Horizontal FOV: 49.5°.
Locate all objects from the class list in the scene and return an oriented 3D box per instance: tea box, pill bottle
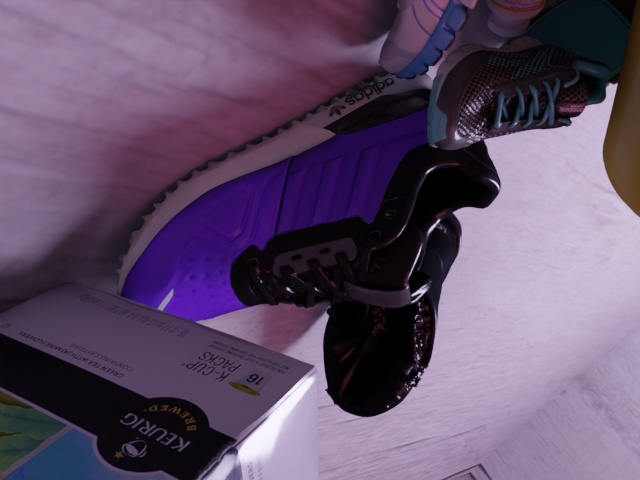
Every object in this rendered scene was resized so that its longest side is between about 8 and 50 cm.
[{"bbox_3d":[-0.170,0.251,0.388,0.323,0.220,0.329,-35,132,-51],"label":"tea box"},{"bbox_3d":[0.139,-0.184,0.481,0.043,0.043,0.083,-27,150,-18],"label":"pill bottle"}]

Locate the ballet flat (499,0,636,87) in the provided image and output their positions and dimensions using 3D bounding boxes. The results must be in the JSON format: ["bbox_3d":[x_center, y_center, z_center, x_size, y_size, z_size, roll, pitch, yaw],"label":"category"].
[{"bbox_3d":[0.235,-0.184,0.559,0.241,0.091,0.077,-37,-175,9],"label":"ballet flat"}]

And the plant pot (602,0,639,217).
[{"bbox_3d":[0.300,-0.120,0.434,0.254,0.254,0.239,-23,146,-24],"label":"plant pot"}]

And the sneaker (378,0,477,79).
[{"bbox_3d":[0.064,-0.176,0.405,0.083,0.071,0.190,19,145,-9],"label":"sneaker"}]

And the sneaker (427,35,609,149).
[{"bbox_3d":[0.135,-0.098,0.458,0.166,0.076,0.065,-31,130,-38],"label":"sneaker"}]

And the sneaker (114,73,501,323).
[{"bbox_3d":[0.000,-0.001,0.488,0.293,0.146,0.102,-34,151,-6],"label":"sneaker"}]

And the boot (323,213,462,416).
[{"bbox_3d":[0.044,0.094,0.643,0.246,0.094,0.207,-63,174,29],"label":"boot"}]
